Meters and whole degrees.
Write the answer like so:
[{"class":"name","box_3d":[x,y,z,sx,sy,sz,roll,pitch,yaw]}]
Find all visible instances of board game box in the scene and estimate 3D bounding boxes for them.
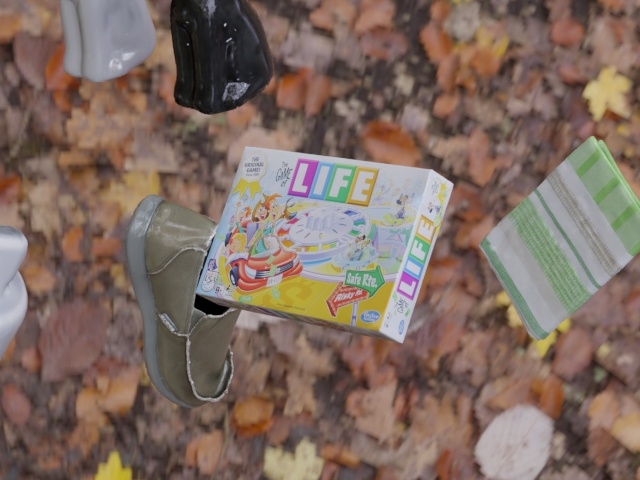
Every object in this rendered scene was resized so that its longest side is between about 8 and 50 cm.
[{"class":"board game box","box_3d":[0.000,0.000,1.078,0.154,0.026,0.103,9,76,40]}]

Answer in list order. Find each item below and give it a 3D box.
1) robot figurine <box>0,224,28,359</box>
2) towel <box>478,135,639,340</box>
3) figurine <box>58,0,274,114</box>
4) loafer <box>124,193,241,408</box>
[{"class":"robot figurine","box_3d":[-0.417,0.102,1.676,0.200,0.353,0.300,8,33,-44]},{"class":"towel","box_3d":[0.213,0.000,1.488,0.023,0.152,0.113,6,47,-47]},{"class":"figurine","box_3d":[-0.148,-0.233,1.459,0.215,0.209,0.092,17,40,32]},{"class":"loafer","box_3d":[-0.113,0.067,1.587,0.087,0.251,0.094,8,50,19]}]
